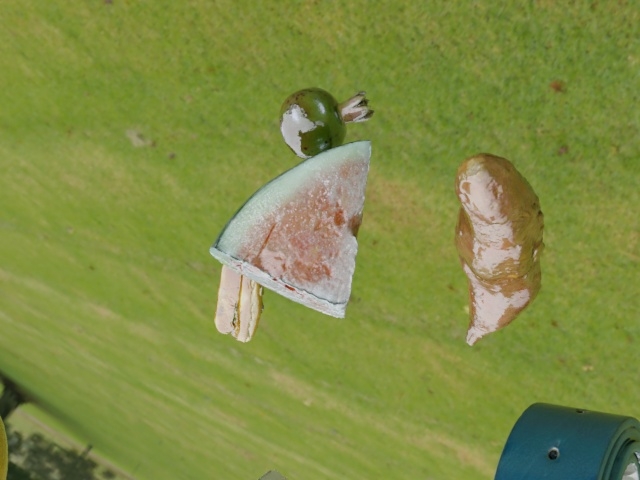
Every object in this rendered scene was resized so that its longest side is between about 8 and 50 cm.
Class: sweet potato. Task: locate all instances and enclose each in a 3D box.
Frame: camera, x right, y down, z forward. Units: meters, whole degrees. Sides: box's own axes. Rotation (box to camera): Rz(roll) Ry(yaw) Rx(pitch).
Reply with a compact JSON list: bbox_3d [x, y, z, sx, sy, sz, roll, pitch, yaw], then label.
[{"bbox_3d":[0.186,0.002,0.885,0.095,0.106,0.354,39,163,27],"label":"sweet potato"}]

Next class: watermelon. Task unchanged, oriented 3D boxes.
[{"bbox_3d":[0.000,0.000,1.179,0.201,0.261,0.213,50,171,10],"label":"watermelon"}]

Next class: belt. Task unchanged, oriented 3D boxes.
[{"bbox_3d":[0.349,0.450,1.168,0.173,0.437,0.300,6,174,39],"label":"belt"}]

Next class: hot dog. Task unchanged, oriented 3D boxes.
[{"bbox_3d":[-0.176,0.123,1.889,0.109,0.072,0.269,25,129,14],"label":"hot dog"}]

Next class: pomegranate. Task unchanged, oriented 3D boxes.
[{"bbox_3d":[0.008,-0.179,1.256,0.142,0.114,0.114,-18,134,14],"label":"pomegranate"}]

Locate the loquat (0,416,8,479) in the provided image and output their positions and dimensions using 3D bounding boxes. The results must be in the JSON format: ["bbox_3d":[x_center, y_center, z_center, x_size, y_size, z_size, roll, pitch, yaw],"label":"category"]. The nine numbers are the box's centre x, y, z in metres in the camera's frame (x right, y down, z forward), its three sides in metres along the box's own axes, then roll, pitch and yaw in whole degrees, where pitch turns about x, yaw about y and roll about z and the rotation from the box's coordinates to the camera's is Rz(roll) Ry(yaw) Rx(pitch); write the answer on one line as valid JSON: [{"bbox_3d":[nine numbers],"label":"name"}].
[{"bbox_3d":[-0.479,0.257,0.937,0.263,0.263,0.263,26,153,14],"label":"loquat"}]

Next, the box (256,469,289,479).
[{"bbox_3d":[-0.093,0.349,0.996,0.051,0.130,0.129,33,-169,15],"label":"box"}]
